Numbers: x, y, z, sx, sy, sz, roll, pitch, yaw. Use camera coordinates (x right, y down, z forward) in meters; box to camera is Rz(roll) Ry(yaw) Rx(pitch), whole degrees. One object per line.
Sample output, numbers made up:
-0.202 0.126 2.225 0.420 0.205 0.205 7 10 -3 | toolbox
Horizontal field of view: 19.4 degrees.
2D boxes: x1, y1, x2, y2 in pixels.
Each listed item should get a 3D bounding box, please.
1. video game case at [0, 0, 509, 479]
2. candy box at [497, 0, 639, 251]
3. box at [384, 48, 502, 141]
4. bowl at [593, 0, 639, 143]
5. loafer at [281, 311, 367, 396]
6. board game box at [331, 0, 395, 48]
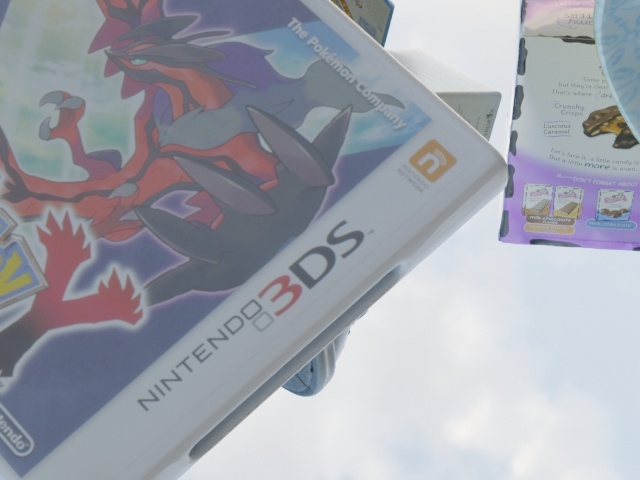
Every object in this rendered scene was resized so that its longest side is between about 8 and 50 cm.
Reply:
-0.073 -0.027 0.612 0.183 0.201 0.023 -41 -24 -11 | video game case
0.221 -0.087 1.392 0.070 0.164 0.196 -83 -4 -49 | candy box
0.062 -0.081 1.393 0.087 0.101 0.102 -4 -63 -40 | box
0.324 -0.112 1.130 0.156 0.289 0.289 -45 -64 -20 | bowl
0.000 0.000 1.194 0.096 0.267 0.084 36 -120 16 | loafer
-0.020 -0.107 0.875 0.154 0.026 0.103 44 -126 -50 | board game box
